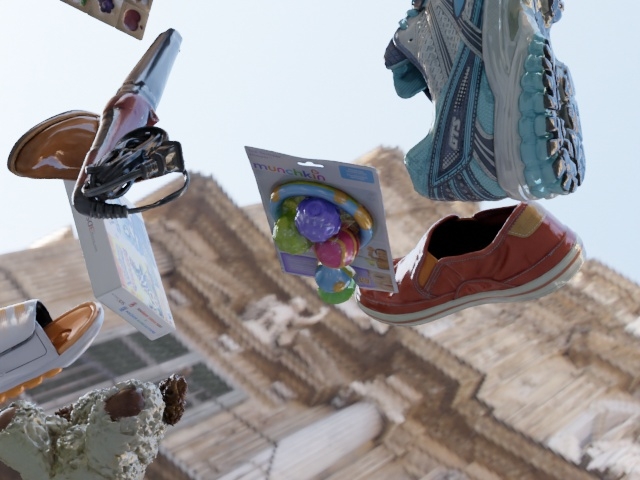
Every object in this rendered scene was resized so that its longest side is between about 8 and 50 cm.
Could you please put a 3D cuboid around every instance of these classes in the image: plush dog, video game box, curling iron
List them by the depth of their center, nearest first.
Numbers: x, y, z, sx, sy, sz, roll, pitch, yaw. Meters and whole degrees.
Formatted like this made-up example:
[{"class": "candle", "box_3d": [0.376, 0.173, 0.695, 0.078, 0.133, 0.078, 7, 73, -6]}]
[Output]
[{"class": "curling iron", "box_3d": [-0.111, -0.082, 0.820, 0.068, 0.274, 0.035, -9, -64, 4]}, {"class": "video game box", "box_3d": [-0.276, 0.015, 1.743, 0.048, 0.187, 0.205, -25, -116, 9]}, {"class": "plush dog", "box_3d": [-0.291, 0.278, 1.749, 0.262, 0.225, 0.210, -12, -73, 20]}]

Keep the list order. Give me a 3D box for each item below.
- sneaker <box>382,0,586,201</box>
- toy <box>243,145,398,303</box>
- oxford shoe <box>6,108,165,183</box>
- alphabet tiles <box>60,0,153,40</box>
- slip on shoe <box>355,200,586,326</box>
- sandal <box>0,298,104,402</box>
[{"class": "sneaker", "box_3d": [0.097, -0.155, 0.857, 0.122, 0.110, 0.283, -11, -118, 21]}, {"class": "toy", "box_3d": [0.000, 0.000, 1.307, 0.137, 0.237, 0.056, 10, -117, 16]}, {"class": "oxford shoe", "box_3d": [-0.234, -0.091, 1.345, 0.076, 0.212, 0.076, 40, -59, 27]}, {"class": "alphabet tiles", "box_3d": [-0.279, -0.396, 1.595, 0.009, 0.198, 0.237, -13, -121, 53]}, {"class": "slip on shoe", "box_3d": [0.148, 0.020, 1.423, 0.101, 0.123, 0.331, 51, -33, -16]}, {"class": "sandal", "box_3d": [-0.341, 0.120, 1.260, 0.265, 0.102, 0.076, -30, -68, -11]}]
